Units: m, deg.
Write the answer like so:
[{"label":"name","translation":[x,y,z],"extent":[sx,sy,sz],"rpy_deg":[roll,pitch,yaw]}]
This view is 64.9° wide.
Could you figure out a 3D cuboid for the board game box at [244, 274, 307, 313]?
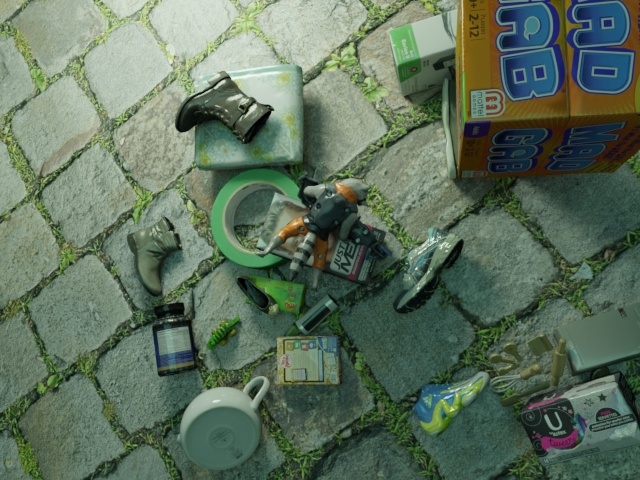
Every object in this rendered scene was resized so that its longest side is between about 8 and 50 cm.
[{"label":"board game box","translation":[-0.140,0.169,1.589],"extent":[0.181,0.043,0.092],"rpy_deg":[9,84,15]}]

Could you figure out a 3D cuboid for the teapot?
[{"label":"teapot","translation":[-0.292,0.533,1.505],"extent":[0.256,0.187,0.252],"rpy_deg":[7,103,-12]}]

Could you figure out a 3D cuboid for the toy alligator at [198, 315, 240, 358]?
[{"label":"toy alligator","translation":[-0.331,0.313,1.607],"extent":[0.189,0.051,0.056],"rpy_deg":[-45,74,3]}]

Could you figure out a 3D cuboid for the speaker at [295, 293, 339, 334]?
[{"label":"speaker","translation":[-0.009,0.225,1.544],"extent":[0.136,0.055,0.055],"rpy_deg":[-42,75,4]}]

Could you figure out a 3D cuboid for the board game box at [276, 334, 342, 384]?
[{"label":"board game box","translation":[-0.035,0.364,1.533],"extent":[0.193,0.045,0.147],"rpy_deg":[-3,81,13]}]

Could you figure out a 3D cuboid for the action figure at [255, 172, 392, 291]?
[{"label":"action figure","translation":[0.039,-0.017,1.364],"extent":[0.341,0.178,0.330],"rpy_deg":[34,92,-2]}]

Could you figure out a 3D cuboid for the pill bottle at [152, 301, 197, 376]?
[{"label":"pill bottle","translation":[-0.467,0.313,1.603],"extent":[0.123,0.123,0.219],"rpy_deg":[-14,78,11]}]

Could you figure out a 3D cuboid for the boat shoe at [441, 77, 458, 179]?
[{"label":"boat shoe","translation":[0.415,-0.337,1.506],"extent":[0.091,0.109,0.305],"rpy_deg":[-5,86,12]}]

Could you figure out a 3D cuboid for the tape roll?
[{"label":"tape roll","translation":[-0.191,-0.068,1.621],"extent":[0.321,0.077,0.321],"rpy_deg":[-2,81,12]}]

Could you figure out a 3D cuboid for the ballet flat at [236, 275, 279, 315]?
[{"label":"ballet flat","translation":[-0.197,0.172,1.552],"extent":[0.173,0.049,0.057],"rpy_deg":[38,93,16]}]

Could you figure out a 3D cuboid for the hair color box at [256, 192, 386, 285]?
[{"label":"hair color box","translation":[0.000,0.000,1.495],"extent":[0.347,0.105,0.174],"rpy_deg":[19,85,-4]}]

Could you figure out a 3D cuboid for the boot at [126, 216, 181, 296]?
[{"label":"boot","translation":[-0.538,0.050,1.685],"extent":[0.161,0.083,0.246],"rpy_deg":[-24,78,3]}]

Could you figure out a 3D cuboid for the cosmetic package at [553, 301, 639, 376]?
[{"label":"cosmetic package","translation":[0.758,0.260,1.325],"extent":[0.238,0.107,0.127],"rpy_deg":[-20,63,7]}]

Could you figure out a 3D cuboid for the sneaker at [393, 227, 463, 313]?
[{"label":"sneaker","translation":[0.295,0.087,1.484],"extent":[0.122,0.110,0.283],"rpy_deg":[37,88,33]}]

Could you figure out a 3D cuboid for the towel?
[{"label":"towel","translation":[-0.235,-0.392,1.630],"extent":[0.374,0.090,0.320],"rpy_deg":[-2,85,14]}]

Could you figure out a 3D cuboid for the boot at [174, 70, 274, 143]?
[{"label":"boot","translation":[-0.299,-0.377,1.552],"extent":[0.263,0.091,0.229],"rpy_deg":[-45,76,5]}]

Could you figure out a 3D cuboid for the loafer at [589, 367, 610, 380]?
[{"label":"loafer","translation":[0.749,0.406,1.340],"extent":[0.056,0.050,0.148],"rpy_deg":[5,83,14]}]

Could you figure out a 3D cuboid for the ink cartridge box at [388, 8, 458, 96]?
[{"label":"ink cartridge box","translation":[0.363,-0.563,1.496],"extent":[0.289,0.211,0.121],"rpy_deg":[-14,78,11]}]

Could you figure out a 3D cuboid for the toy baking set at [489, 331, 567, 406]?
[{"label":"toy baking set","translation":[0.552,0.344,1.347],"extent":[0.197,0.030,0.256],"rpy_deg":[-7,121,9]}]

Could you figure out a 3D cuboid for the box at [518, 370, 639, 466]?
[{"label":"box","translation":[0.654,0.443,1.262],"extent":[0.247,0.163,0.142],"rpy_deg":[-32,73,30]}]

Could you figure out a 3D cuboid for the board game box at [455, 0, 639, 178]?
[{"label":"board game box","translation":[0.475,-0.357,1.067],"extent":[0.356,0.356,0.356],"rpy_deg":[-1,80,13]}]

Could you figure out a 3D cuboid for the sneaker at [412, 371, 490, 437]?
[{"label":"sneaker","translation":[0.356,0.427,1.410],"extent":[0.240,0.091,0.126],"rpy_deg":[-42,62,-8]}]
